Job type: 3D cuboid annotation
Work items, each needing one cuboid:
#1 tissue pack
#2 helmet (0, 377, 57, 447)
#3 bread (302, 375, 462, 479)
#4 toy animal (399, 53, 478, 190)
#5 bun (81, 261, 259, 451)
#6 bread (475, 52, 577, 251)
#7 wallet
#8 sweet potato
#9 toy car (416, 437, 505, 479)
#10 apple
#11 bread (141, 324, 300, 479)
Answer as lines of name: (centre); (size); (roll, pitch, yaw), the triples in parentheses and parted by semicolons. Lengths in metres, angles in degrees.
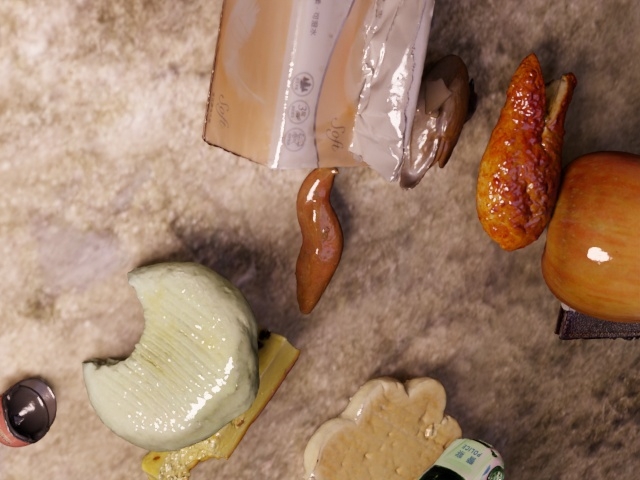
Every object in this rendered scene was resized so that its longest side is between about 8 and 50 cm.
tissue pack: (0.029, -0.231, 1.647); (0.238, 0.238, 0.306); (-4, 110, -44)
helmet: (-0.324, 0.189, 1.604); (0.065, 0.049, 0.084); (56, 32, -9)
bread: (0.075, 0.322, 2.059); (0.316, 0.054, 0.316); (-19, 119, -38)
toy animal: (0.148, -0.145, 1.915); (0.179, 0.089, 0.188); (22, 85, -63)
bun: (-0.160, 0.126, 1.674); (0.212, 0.204, 0.126); (-34, 166, 13)
bread: (0.285, -0.115, 2.050); (0.139, 0.095, 0.269); (7, 104, -48)
wallet: (0.479, 0.045, 2.343); (0.262, 0.071, 0.221); (-2, 111, -38)
sweet potato: (-0.002, -0.001, 1.841); (0.058, 0.055, 0.202); (-16, 119, -40)
toy car: (0.161, 0.365, 2.063); (0.224, 0.090, 0.076); (-54, 133, -12)
apple: (0.439, -0.002, 2.117); (0.242, 0.241, 0.242); (11, 90, -80)
bread: (-0.121, 0.201, 1.786); (0.226, 0.088, 0.049); (-56, 138, -14)
